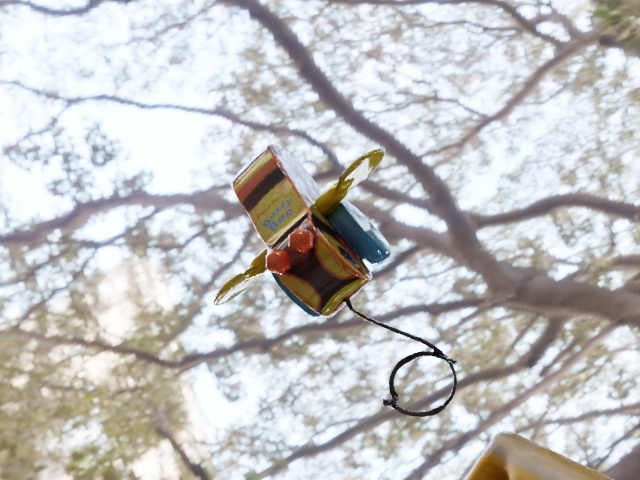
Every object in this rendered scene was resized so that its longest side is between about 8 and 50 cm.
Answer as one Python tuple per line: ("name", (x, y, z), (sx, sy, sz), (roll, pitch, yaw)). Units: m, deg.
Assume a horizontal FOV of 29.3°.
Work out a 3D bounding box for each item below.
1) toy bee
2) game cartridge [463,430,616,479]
("toy bee", (0.000, 0.000, 1.076), (0.298, 0.162, 0.195), (28, -94, 37))
("game cartridge", (0.218, 0.180, 0.324), (0.323, 0.053, 0.285), (38, -9, -24))
